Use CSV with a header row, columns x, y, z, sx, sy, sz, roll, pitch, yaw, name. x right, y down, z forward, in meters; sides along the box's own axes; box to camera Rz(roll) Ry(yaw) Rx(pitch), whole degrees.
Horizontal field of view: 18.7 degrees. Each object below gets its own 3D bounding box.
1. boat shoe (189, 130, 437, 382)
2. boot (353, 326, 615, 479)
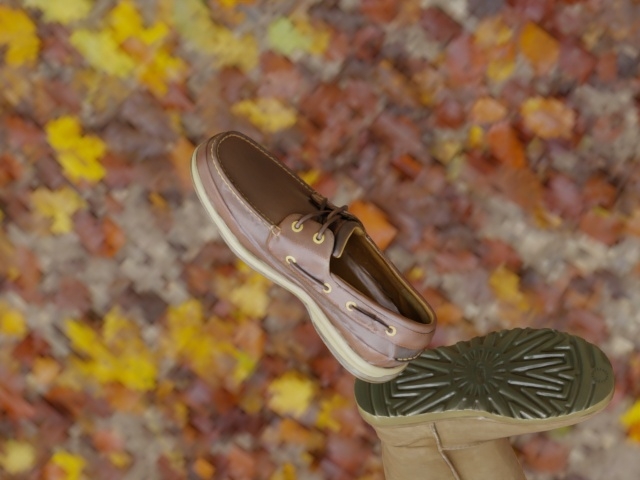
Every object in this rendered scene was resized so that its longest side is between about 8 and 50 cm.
x,y,z,sx,sy,sz,roll,pitch,yaw,name
0.000,0.000,1.124,0.178,0.064,0.060,47,136,0,boat shoe
0.161,0.182,1.757,0.236,0.089,0.269,-2,148,15,boot
